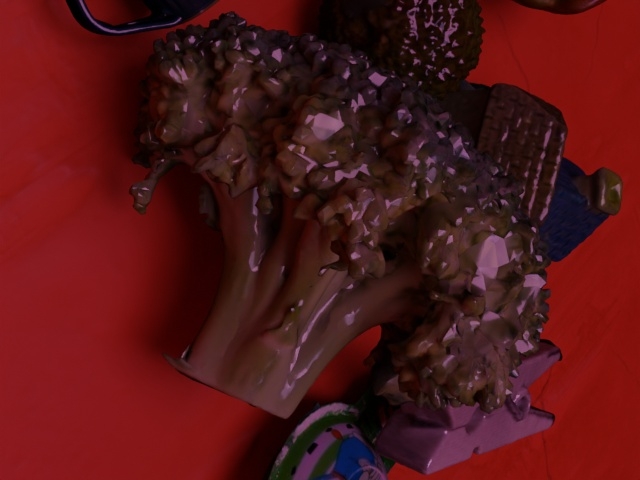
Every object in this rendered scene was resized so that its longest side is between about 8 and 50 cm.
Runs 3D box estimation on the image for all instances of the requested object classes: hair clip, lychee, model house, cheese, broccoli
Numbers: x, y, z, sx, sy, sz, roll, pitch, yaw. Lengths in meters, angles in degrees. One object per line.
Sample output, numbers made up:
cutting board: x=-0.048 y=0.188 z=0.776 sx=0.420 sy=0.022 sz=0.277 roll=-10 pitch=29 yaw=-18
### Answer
hair clip: x=0.166 y=0.166 z=1.018 sx=0.330 sy=0.085 sz=0.101 roll=-1 pitch=109 yaw=-56
lychee: x=0.082 y=-0.196 z=0.900 sx=0.171 sy=0.171 sz=0.171 roll=-5 pitch=98 yaw=-42
model house: x=0.200 y=-0.076 z=0.997 sx=0.214 sy=0.189 sz=0.195 roll=24 pitch=81 yaw=-40
cheese: x=0.028 y=0.228 z=0.941 sx=0.320 sy=0.083 sz=0.204 roll=-49 pitch=128 yaw=-41
broccoli: x=0.023 y=-0.011 z=0.785 sx=0.338 sy=0.277 sz=0.318 roll=-2 pitch=103 yaw=-38

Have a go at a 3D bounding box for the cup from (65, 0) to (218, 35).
cup: x=-0.139 y=-0.245 z=0.721 sx=0.155 sy=0.131 sz=0.176 roll=43 pitch=77 yaw=-31

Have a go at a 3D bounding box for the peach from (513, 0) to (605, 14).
peach: x=0.253 y=-0.379 z=0.996 sx=0.245 sy=0.248 sz=0.275 roll=57 pitch=36 yaw=-71
